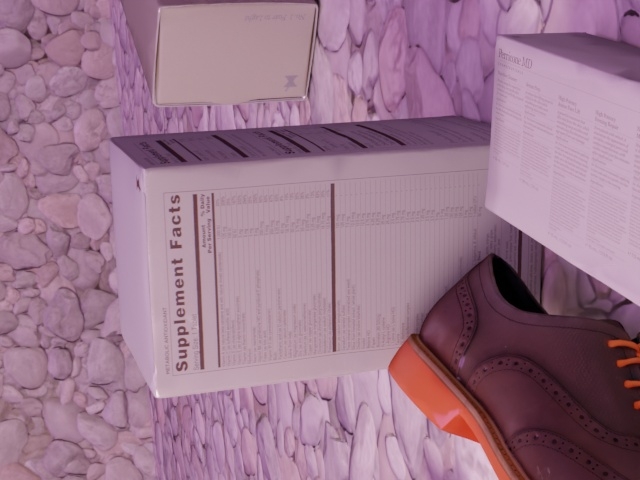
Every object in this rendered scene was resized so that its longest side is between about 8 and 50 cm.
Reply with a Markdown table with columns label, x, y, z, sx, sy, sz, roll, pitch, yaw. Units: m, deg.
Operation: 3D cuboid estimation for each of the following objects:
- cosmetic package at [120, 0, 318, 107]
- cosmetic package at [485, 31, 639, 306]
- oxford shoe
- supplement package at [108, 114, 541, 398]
| label | x | y | z | sx | sy | sz | roll | pitch | yaw |
| --- | --- | --- | --- | --- | --- | --- | --- | --- | --- |
| cosmetic package | -0.123 | -0.269 | 1.150 | 0.309 | 0.160 | 0.113 | -116 | 28 | -47 |
| cosmetic package | 0.155 | -0.029 | 0.497 | 0.239 | 0.060 | 0.099 | -134 | 40 | -63 |
| oxford shoe | 0.137 | 0.091 | 0.540 | 0.271 | 0.097 | 0.098 | 39 | 99 | 47 |
| supplement package | 0.000 | 0.000 | 0.692 | 0.134 | 0.244 | 0.139 | -146 | 54 | -68 |
